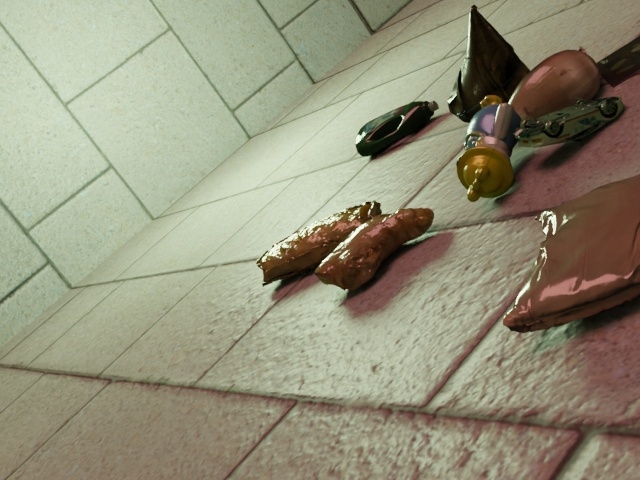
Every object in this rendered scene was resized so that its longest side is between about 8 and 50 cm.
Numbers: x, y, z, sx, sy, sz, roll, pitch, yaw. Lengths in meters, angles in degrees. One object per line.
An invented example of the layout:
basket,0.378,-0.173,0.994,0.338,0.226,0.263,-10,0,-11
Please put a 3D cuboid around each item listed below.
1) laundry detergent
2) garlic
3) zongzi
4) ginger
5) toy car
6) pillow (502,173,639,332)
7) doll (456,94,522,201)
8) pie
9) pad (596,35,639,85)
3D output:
laundry detergent,0.184,-0.271,2.202,0.211,0.063,0.137,-22,22,35
garlic,0.380,-0.239,1.635,0.266,0.148,0.128,-31,52,3
zongzi,0.290,-0.328,1.791,0.112,0.242,0.221,-49,22,-20
ginger,0.087,0.005,1.565,0.213,0.074,0.137,-42,25,-7
toy car,0.398,-0.184,1.478,0.186,0.058,0.093,-21,13,-16
pillow,0.314,0.005,1.085,0.173,0.067,0.270,-20,21,30
doll,0.280,-0.149,1.534,0.135,0.099,0.241,-34,18,36
pie,0.000,0.000,1.784,0.282,0.068,0.128,-25,19,24
pad,0.558,-0.329,1.668,0.127,0.004,0.190,-32,16,15
